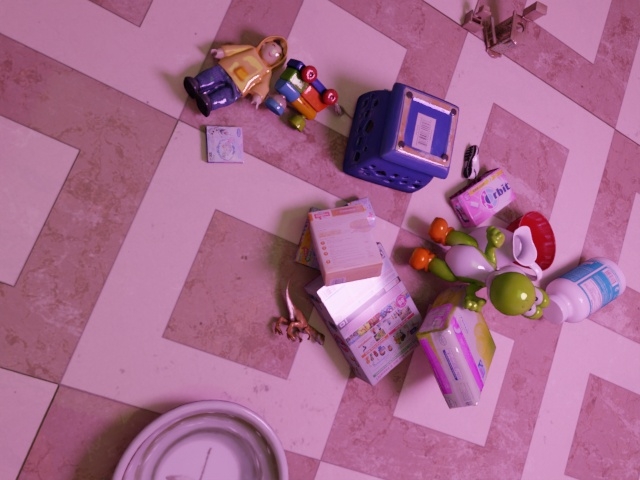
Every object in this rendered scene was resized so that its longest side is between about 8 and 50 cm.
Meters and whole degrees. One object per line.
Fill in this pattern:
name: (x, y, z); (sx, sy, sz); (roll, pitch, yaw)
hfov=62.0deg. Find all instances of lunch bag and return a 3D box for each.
lunch bag: (0.105, -0.067, 1.442); (0.071, 0.053, 0.083); (-20, 85, -24)

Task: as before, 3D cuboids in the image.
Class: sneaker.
sneaker: (0.460, -0.234, 1.607); (0.044, 0.040, 0.109); (15, 85, -37)

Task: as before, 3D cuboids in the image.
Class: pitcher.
pitcher: (0.520, 0.041, 1.519); (0.125, 0.207, 0.177); (-37, 106, -23)

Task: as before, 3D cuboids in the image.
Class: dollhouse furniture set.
dollhouse furniture set: (0.539, -0.638, 1.579); (0.161, 0.182, 0.101); (13, 82, -21)

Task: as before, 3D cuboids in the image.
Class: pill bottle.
pill bottle: (0.810, 0.163, 1.663); (0.264, 0.146, 0.146); (-24, 96, -21)

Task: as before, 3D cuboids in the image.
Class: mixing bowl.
mixing bowl: (0.617, 0.008, 1.611); (0.182, 0.098, 0.181); (7, 78, -32)

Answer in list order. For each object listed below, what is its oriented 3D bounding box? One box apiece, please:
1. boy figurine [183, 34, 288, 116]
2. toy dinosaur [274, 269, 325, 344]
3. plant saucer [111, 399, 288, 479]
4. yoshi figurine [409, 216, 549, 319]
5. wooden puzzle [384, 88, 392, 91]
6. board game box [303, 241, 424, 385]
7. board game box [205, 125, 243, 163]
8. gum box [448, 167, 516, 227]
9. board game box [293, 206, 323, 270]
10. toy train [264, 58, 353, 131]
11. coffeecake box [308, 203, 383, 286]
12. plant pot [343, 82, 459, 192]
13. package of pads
boy figurine: (-0.189, -0.413, 1.323); (0.285, 0.092, 0.177); (-34, 94, -17)
toy dinosaur: (-0.067, 0.193, 1.363); (0.112, 0.064, 0.211); (-44, 113, -37)
plant saucer: (-0.277, 0.562, 1.226); (0.401, 0.100, 0.400); (1, 87, -22)
yoshi figurine: (0.422, 0.083, 1.396); (0.362, 0.203, 0.203); (31, 47, 22)
wooden puzzle: (0.204, -0.406, 1.526); (0.083, 0.006, 0.049); (7, 84, -21)
board game box: (0.127, 0.188, 1.399); (0.224, 0.097, 0.303); (-35, 104, -21)
board game box: (-0.239, -0.239, 1.329); (0.090, 0.020, 0.090); (-2, 87, -22)
gum box: (0.480, -0.125, 1.591); (0.188, 0.062, 0.107); (-33, 99, -20)
board game box: (0.000, 0.000, 1.409); (0.104, 0.026, 0.154); (21, 79, -20)
toy train: (-0.025, -0.341, 1.393); (0.143, 0.105, 0.248); (-51, 129, 0)
coffeecake box: (0.058, 0.009, 1.317); (0.143, 0.068, 0.185); (-10, 56, -8)
plant pot: (0.224, -0.272, 1.413); (0.236, 0.212, 0.235); (15, 82, -23)
package of pads: (0.369, 0.269, 1.434); (0.296, 0.101, 0.229); (-36, 104, -58)
